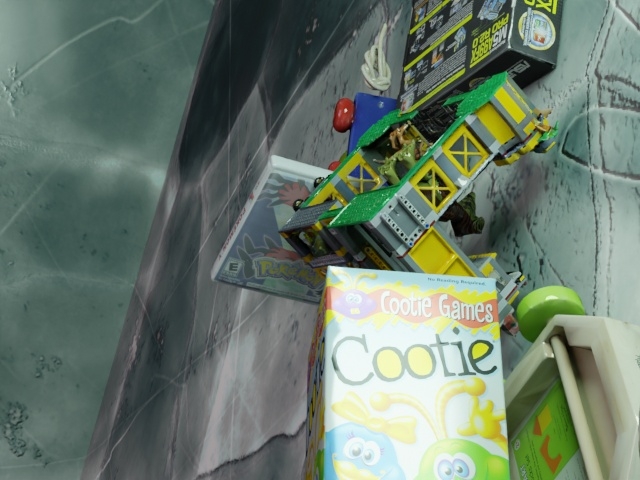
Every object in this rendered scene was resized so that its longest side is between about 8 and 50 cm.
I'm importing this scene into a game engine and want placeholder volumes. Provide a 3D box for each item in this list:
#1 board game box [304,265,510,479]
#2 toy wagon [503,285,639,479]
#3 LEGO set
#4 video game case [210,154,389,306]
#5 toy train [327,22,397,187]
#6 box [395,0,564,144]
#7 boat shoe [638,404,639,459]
[{"bbox_3d":[0.063,0.175,1.072,0.142,0.144,0.275,101,172,-54],"label":"board game box"},{"bbox_3d":[0.170,0.215,1.116,0.267,0.068,0.344,-96,26,-47],"label":"toy wagon"},{"bbox_3d":[0.121,-0.010,1.366,0.255,0.192,0.331,-50,15,-27],"label":"LEGO set"},{"bbox_3d":[0.000,0.000,1.568,0.023,0.201,0.183,-101,33,-48],"label":"video game case"},{"bbox_3d":[0.059,-0.125,1.687,0.143,0.105,0.248,115,164,-63],"label":"toy train"},{"bbox_3d":[0.176,-0.248,1.506,0.270,0.060,0.216,147,135,-63],"label":"box"},{"bbox_3d":[0.282,0.182,0.786,0.130,0.132,0.355,-34,51,46],"label":"boat shoe"}]
